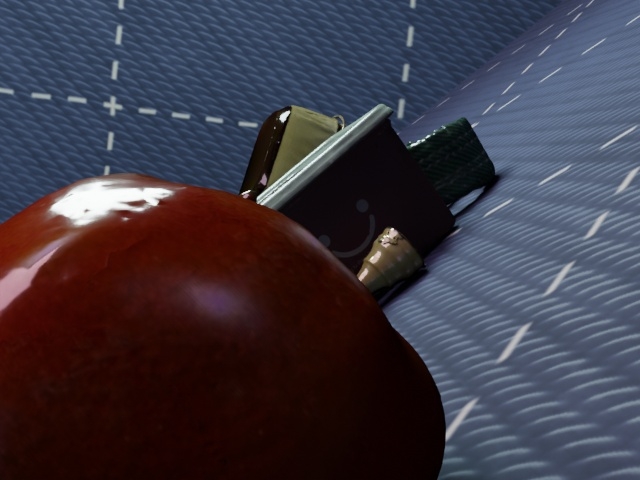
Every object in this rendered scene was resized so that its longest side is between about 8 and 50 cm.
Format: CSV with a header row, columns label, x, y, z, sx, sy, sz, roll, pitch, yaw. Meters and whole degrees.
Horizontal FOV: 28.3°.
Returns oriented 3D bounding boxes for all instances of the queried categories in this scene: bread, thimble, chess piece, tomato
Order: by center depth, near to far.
label,x,y,z,sx,sy,sz,roll,pitch,yaw
tomato,-0.103,0.113,0.706,0.289,0.293,0.325,-57,18,-24
chess piece,0.030,0.062,1.332,0.172,0.060,0.060,-43,6,-12
thimble,0.145,-0.090,1.558,0.118,0.090,0.135,-28,3,4
bread,-0.002,-0.078,1.846,0.142,0.212,0.224,-31,36,52

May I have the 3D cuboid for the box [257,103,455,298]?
label,x,y,z,sx,sy,sz,roll,pitch,yaw
box,0.000,0.000,1.454,0.294,0.167,0.193,-41,8,-22
